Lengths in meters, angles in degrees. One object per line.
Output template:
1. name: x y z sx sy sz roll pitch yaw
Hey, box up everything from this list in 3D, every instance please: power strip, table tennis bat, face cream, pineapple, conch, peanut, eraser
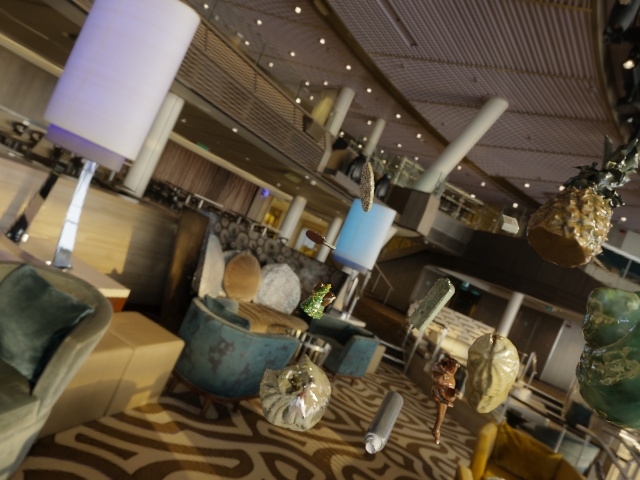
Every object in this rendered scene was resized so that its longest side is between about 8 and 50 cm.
1. power strip: 0.379 0.228 1.427 0.029 0.227 0.080 29 14 -23
2. table tennis bat: 0.000 0.000 1.021 0.083 0.007 0.050 32 -28 -5
3. face cream: 0.219 0.628 1.435 0.073 0.073 0.283 24 21 19
4. pineapple: 0.482 -0.073 0.742 0.128 0.248 0.128 39 -12 10
5. conch: 0.308 0.111 0.333 0.188 0.122 0.176 13 6 15
6. peanut: 0.488 0.393 1.202 0.149 0.149 0.313 23 -36 29
7. eraser: 0.467 -0.042 1.026 0.038 0.019 0.083 19 25 13

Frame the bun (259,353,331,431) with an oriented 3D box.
1. bun: -0.091 0.563 1.530 0.281 0.282 0.205 24 -25 11

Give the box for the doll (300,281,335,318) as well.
1. doll: -0.013 0.177 1.231 0.076 0.113 0.078 -1 35 -45

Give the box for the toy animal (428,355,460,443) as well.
1. toy animal: 0.333 0.436 1.123 0.066 0.224 0.230 3 -21 2

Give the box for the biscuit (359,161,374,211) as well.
1. biscuit: 0.136 -0.155 1.209 0.020 0.152 0.152 0 1 -6
